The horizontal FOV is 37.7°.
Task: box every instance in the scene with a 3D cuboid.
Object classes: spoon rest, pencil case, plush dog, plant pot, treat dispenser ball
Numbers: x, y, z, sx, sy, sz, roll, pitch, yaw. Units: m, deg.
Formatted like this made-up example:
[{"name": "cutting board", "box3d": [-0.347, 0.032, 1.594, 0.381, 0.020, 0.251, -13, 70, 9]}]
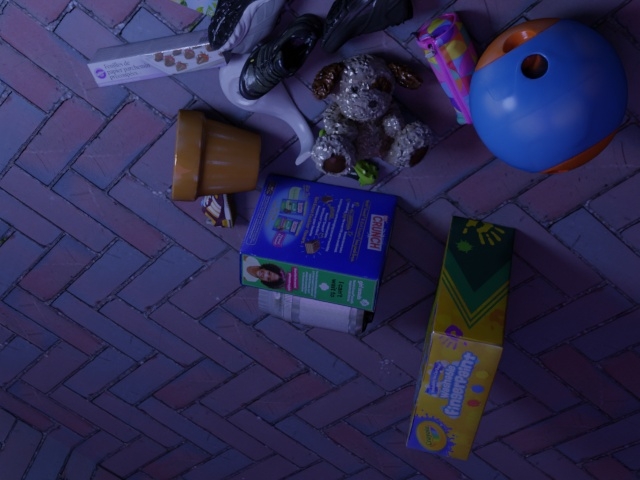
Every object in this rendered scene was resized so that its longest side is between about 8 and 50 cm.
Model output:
[{"name": "spoon rest", "box3d": [-0.111, -0.294, 2.047, 0.137, 0.084, 0.276, -32, 105, 37]}, {"name": "pencil case", "box3d": [0.271, -0.336, 1.858, 0.104, 0.104, 0.236, -16, 128, 30]}, {"name": "plush dog", "box3d": [0.091, -0.278, 1.946, 0.262, 0.210, 0.225, -7, 122, -14]}, {"name": "plant pot", "box3d": [-0.234, -0.185, 2.111, 0.188, 0.205, 0.205, 4, 137, -10]}, {"name": "treat dispenser ball", "box3d": [0.421, -0.267, 1.742, 0.288, 0.288, 0.288, 9, 135, 9]}]

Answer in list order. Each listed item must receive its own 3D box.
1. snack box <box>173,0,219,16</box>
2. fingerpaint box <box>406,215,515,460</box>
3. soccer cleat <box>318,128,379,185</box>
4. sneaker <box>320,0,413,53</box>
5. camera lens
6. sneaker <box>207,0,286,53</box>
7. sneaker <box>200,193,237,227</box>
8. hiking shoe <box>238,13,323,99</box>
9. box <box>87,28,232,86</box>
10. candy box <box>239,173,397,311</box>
[{"name": "snack box", "box3d": [-0.239, -0.528, 1.869, 0.100, 0.037, 0.141, 20, 136, -5]}, {"name": "fingerpaint box", "box3d": [0.332, 0.234, 2.209, 0.163, 0.371, 0.445, 11, 135, 6]}, {"name": "soccer cleat", "box3d": [0.053, -0.181, 2.110, 0.179, 0.060, 0.072, 39, 145, -21]}, {"name": "sneaker", "box3d": [0.105, -0.445, 1.802, 0.130, 0.109, 0.286, 30, 137, -21]}, {"name": "camera lens", "box3d": [0.005, 0.104, 2.287, 0.274, 0.219, 0.219, 11, 136, 7]}, {"name": "sneaker", "box3d": [-0.113, -0.474, 1.858, 0.108, 0.100, 0.271, 8, 141, -44]}, {"name": "sneaker", "box3d": [-0.256, -0.100, 2.275, 0.083, 0.070, 0.185, 2, 133, 8]}, {"name": "hiking shoe", "box3d": [-0.091, -0.363, 1.903, 0.086, 0.114, 0.227, 40, 115, -16]}, {"name": "box", "box3d": [-0.344, -0.394, 2.016, 0.324, 0.067, 0.063, -6, 131, 21]}, {"name": "candy box", "box3d": [0.000, 0.000, 2.152, 0.317, 0.268, 0.122, 10, 138, 8]}]
